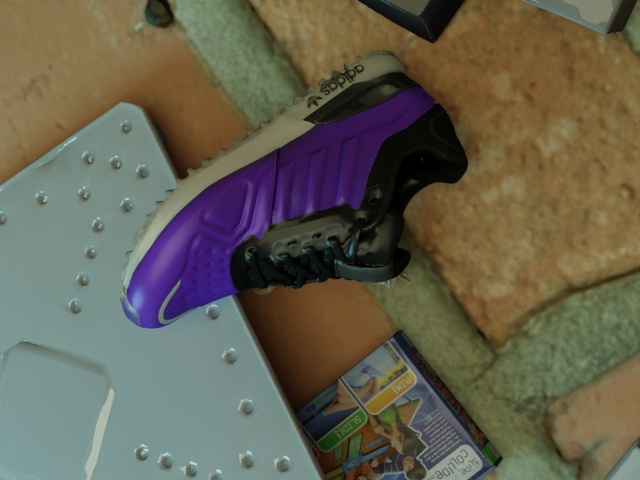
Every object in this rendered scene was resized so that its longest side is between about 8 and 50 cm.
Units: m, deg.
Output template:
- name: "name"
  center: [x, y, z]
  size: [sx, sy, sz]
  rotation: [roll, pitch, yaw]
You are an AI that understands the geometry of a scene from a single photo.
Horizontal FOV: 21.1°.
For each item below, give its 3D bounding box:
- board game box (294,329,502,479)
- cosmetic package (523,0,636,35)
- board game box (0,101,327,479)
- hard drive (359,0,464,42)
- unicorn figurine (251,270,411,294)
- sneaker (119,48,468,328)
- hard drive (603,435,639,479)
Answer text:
- name: "board game box"
  center: [0.029, 0.187, 1.409]
  size: [0.201, 0.035, 0.136]
  rotation: [-39, 86, 16]
- name: "cosmetic package"
  center: [0.219, -0.275, 1.253]
  size: [0.107, 0.127, 0.238]
  rotation: [28, 101, 10]
- name: "board game box"
  center: [-0.215, 0.148, 1.413]
  size: [0.390, 0.050, 0.390]
  rotation: [-32, 72, 17]
- name: "hard drive"
  center: [0.028, -0.289, 1.340]
  size: [0.255, 0.054, 0.172]
  rotation: [38, 105, 8]
- name: "unicorn figurine"
  center: [0.000, 0.000, 1.388]
  size: [0.162, 0.060, 0.111]
  rotation: [-21, 91, 33]
- name: "sneaker"
  center: [-0.010, -0.012, 1.292]
  size: [0.293, 0.102, 0.146]
  rotation: [-39, 69, -11]
- name: "hard drive"
  center: [0.239, 0.364, 1.367]
  size: [0.233, 0.047, 0.353]
  rotation: [38, 104, 8]
